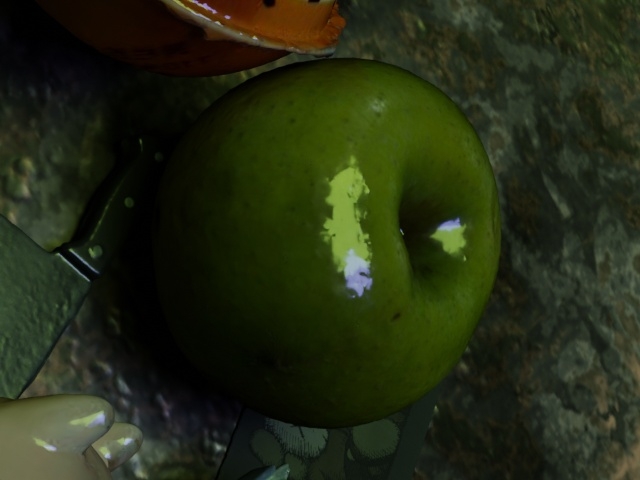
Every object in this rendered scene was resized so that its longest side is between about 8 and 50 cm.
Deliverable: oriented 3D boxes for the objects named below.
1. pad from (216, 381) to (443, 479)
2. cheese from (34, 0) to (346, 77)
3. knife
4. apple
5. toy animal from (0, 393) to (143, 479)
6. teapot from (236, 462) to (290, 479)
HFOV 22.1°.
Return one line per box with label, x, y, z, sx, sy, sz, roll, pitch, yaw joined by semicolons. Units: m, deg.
pad;0.015;0.095;0.948;0.127;0.004;0.190;39;54;-27
cheese;-0.053;-0.168;0.861;0.217;0.129;0.329;46;26;17
knife;-0.151;0.024;0.811;0.072;0.019;0.245;45;54;-22
apple;0.000;0.000;0.855;0.196;0.157;0.196;13;72;-46
toy animal;-0.139;0.188;0.675;0.166;0.154;0.250;61;18;-70
teapot;-0.038;0.179;0.829;0.108;0.149;0.111;54;8;4
